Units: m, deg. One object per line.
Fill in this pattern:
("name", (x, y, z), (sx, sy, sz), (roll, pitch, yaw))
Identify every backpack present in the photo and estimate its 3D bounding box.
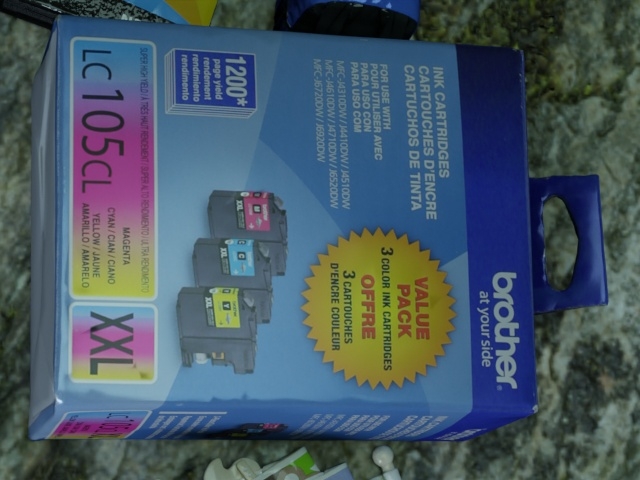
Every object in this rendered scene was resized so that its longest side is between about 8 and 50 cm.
("backpack", (0.019, -0.182, 1.341), (0.098, 0.120, 0.101), (5, 76, -14))

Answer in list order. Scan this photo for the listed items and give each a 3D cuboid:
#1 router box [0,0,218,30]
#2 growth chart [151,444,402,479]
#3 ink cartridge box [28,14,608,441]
("router box", (-0.159, -0.211, 1.336), (0.179, 0.046, 0.133), (19, 72, -11))
("growth chart", (-0.029, 0.230, 1.283), (0.237, 0.021, 0.172), (-14, 81, -19))
("ink cartridge box", (0.000, 0.000, 1.281), (0.395, 0.151, 0.270), (2, 77, -17))
